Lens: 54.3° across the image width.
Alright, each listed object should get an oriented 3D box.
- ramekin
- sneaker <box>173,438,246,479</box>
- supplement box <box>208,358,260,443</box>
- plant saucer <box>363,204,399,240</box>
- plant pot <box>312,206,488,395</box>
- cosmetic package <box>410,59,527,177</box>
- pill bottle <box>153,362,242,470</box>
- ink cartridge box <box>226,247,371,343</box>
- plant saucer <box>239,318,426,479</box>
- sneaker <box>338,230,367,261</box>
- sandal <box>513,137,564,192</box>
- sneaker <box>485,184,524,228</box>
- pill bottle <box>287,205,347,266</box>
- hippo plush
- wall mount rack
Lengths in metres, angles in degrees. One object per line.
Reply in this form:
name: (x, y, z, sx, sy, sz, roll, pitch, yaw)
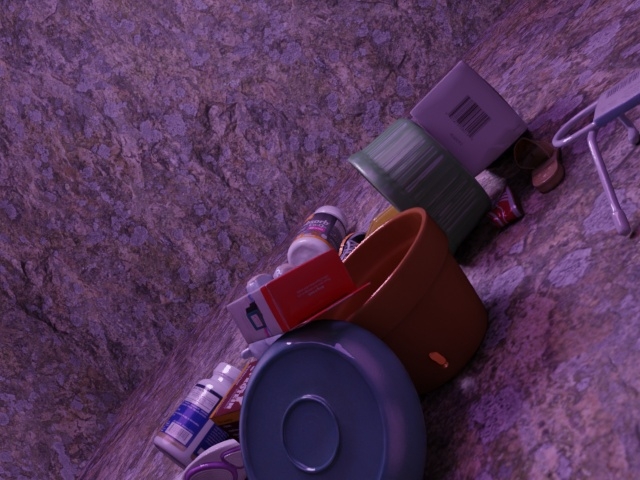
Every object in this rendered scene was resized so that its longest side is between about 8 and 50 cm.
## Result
ramekin: (0.215, -0.116, 1.312, 0.148, 0.303, 0.303, -45, 11, 6)
sneaker: (-0.267, 0.523, 1.374, 0.305, 0.114, 0.152, -45, 12, 13)
supplement box: (-0.055, 0.311, 1.099, 0.191, 0.194, 0.129, -33, 17, 52)
plant saucer: (0.217, -0.037, 1.626, 0.333, 0.081, 0.333, -40, 13, 31)
plant pot: (0.135, 0.117, 1.039, 0.291, 0.203, 0.291, -45, 11, 12)
cosmetic package: (0.347, -0.267, 1.398, 0.155, 0.197, 0.365, -45, -8, 19)
pill bottle: (-0.291, 0.457, 1.617, 0.264, 0.153, 0.153, -52, 11, -28)
ink cartridge box: (-0.039, 0.086, 0.966, 0.134, 0.078, 0.231, -28, -1, -31)
plant saucer: (-0.005, 0.268, 0.869, 0.317, 0.317, 0.044, -43, -30, 23)
sneaker: (0.091, 0.057, 1.809, 0.083, 0.084, 0.215, -11, 39, 51)
sandal: (0.435, -0.177, 1.273, 0.088, 0.079, 0.240, -42, 11, 24)
sneaker: (0.364, -0.066, 1.248, 0.067, 0.042, 0.118, -38, 15, 26)
pill bottle: (0.000, 0.000, 2.126, 0.162, 0.162, 0.278, -41, 13, 31)
hippo plush: (-0.087, 0.232, 1.657, 0.236, 0.234, 0.294, 118, 143, -54)
wall mount rack: (0.506, -0.176, 0.895, 0.350, 0.130, 0.304, -37, 11, 44)
